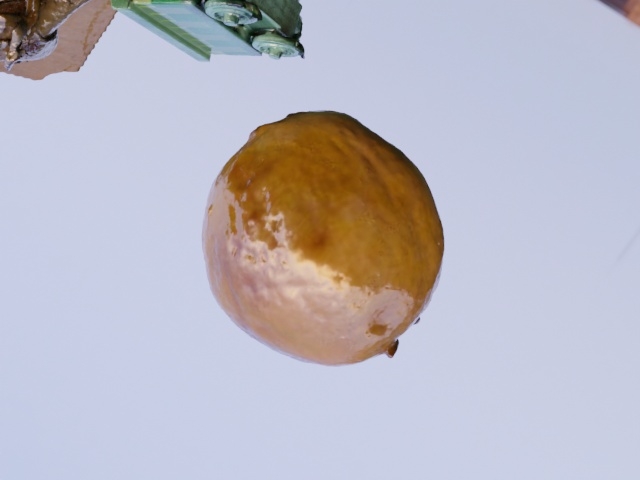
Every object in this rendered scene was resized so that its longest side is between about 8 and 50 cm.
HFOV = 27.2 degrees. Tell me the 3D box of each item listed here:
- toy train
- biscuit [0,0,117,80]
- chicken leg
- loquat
[{"bbox_3d":[-0.132,-0.319,1.740,0.202,0.120,0.301,4,174,20],"label":"toy train"},{"bbox_3d":[-0.410,-0.310,1.838,0.237,0.232,0.013,12,-133,-34],"label":"biscuit"},{"bbox_3d":[-0.311,-0.255,1.499,0.080,0.196,0.125,60,158,-11],"label":"chicken leg"},{"bbox_3d":[0.000,0.000,1.207,0.238,0.238,0.193,32,-174,0],"label":"loquat"}]
